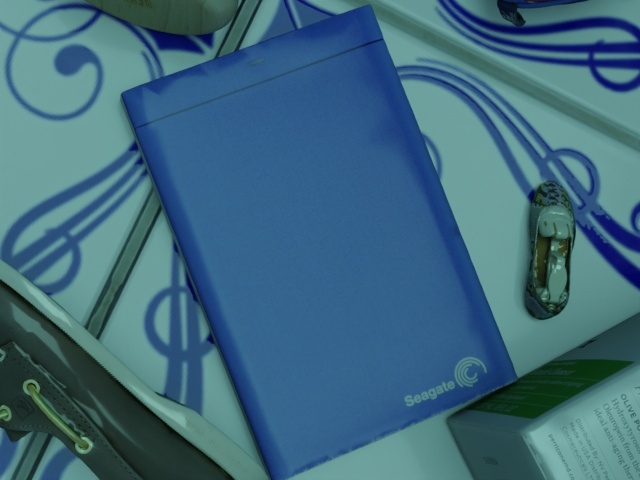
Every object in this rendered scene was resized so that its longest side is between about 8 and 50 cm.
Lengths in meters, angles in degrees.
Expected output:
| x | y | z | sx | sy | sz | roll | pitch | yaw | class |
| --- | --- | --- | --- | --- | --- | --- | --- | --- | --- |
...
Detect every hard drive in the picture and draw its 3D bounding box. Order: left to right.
| x | y | z | sx | sy | sz | roll | pitch | yaw | class |
| --- | --- | --- | --- | --- | --- | --- | --- | --- | --- |
| 0.000 | 0.000 | 1.041 | 0.210 | 0.040 | 0.318 | -21 | 89 | -12 | hard drive |

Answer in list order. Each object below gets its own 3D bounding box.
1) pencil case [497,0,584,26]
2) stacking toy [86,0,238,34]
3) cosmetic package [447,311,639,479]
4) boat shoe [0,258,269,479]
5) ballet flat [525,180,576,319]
| x | y | z | sx | sy | sz | roll | pitch | yaw | class |
| --- | --- | --- | --- | --- | --- | --- | --- | --- | --- |
| 0.166 | -0.327 | 1.020 | 0.119 | 0.133 | 0.306 | -30 | 116 | -38 | pencil case |
| -0.090 | -0.331 | 1.010 | 0.141 | 0.141 | 0.330 | 17 | 79 | -9 | stacking toy |
| 0.307 | 0.119 | 1.011 | 0.365 | 0.197 | 0.155 | -28 | 90 | -13 | cosmetic package |
| -0.188 | 0.110 | 0.962 | 0.324 | 0.116 | 0.096 | 40 | 77 | -11 | boat shoe |
| 0.189 | 0.007 | 1.076 | 0.041 | 0.041 | 0.114 | 6 | 84 | -10 | ballet flat |
